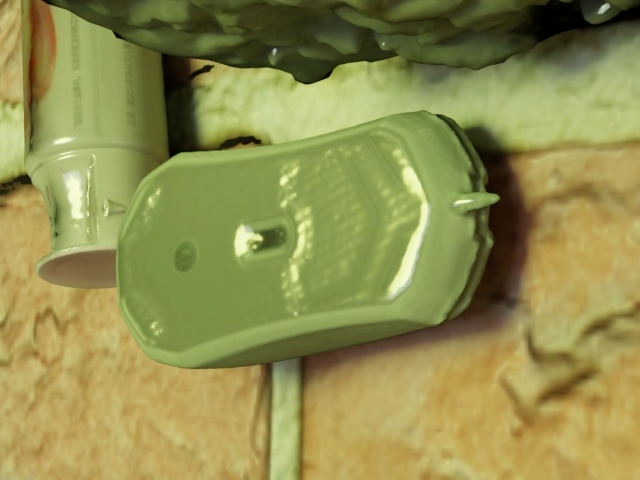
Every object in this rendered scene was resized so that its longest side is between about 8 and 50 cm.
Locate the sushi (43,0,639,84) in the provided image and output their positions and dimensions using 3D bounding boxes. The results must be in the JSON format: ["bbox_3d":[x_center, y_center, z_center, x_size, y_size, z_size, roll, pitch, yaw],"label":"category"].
[{"bbox_3d":[0.056,-0.158,0.498,0.350,0.211,0.171,-10,75,39],"label":"sushi"}]

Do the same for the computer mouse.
[{"bbox_3d":[0.000,0.000,0.641,0.181,0.056,0.089,-12,79,36],"label":"computer mouse"}]

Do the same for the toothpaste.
[{"bbox_3d":[-0.110,-0.140,0.766,0.100,0.066,0.323,-25,64,47],"label":"toothpaste"}]
